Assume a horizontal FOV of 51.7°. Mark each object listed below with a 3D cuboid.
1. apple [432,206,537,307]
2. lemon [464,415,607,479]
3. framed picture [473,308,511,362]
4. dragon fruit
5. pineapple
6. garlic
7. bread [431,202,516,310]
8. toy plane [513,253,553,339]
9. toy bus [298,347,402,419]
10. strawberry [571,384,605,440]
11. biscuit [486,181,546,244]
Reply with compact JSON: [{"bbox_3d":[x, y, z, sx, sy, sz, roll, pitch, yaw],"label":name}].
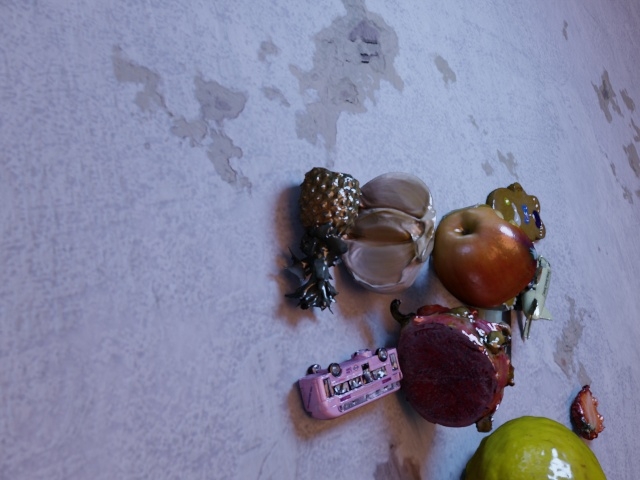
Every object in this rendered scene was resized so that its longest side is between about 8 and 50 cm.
[{"bbox_3d":[0.298,0.026,1.234,0.199,0.199,0.199,17,64,-39],"label":"apple"},{"bbox_3d":[0.395,0.469,1.210,0.285,0.285,0.316,29,57,-33],"label":"lemon"},{"bbox_3d":[0.388,0.184,1.487,0.136,0.010,0.200,27,58,-35],"label":"framed picture"},{"bbox_3d":[0.243,0.208,1.209,0.282,0.211,0.147,54,32,10],"label":"dragon fruit"},{"bbox_3d":[0.000,0.000,1.127,0.125,0.125,0.251,22,69,-37],"label":"pineapple"},{"bbox_3d":[0.130,-0.010,1.232,0.143,0.178,0.229,39,65,-67],"label":"garlic"},{"bbox_3d":[0.352,0.036,1.426,0.210,0.110,0.192,45,51,-18],"label":"bread"},{"bbox_3d":[0.491,0.107,1.526,0.244,0.092,0.229,-72,165,-51],"label":"toy plane"},{"bbox_3d":[0.054,0.237,1.116,0.203,0.063,0.090,-11,86,-43],"label":"toy bus"},{"bbox_3d":[0.654,0.425,1.629,0.104,0.048,0.152,48,35,-12],"label":"strawberry"},{"bbox_3d":[0.495,-0.062,1.660,0.236,0.039,0.179,-1,77,-42],"label":"biscuit"}]
